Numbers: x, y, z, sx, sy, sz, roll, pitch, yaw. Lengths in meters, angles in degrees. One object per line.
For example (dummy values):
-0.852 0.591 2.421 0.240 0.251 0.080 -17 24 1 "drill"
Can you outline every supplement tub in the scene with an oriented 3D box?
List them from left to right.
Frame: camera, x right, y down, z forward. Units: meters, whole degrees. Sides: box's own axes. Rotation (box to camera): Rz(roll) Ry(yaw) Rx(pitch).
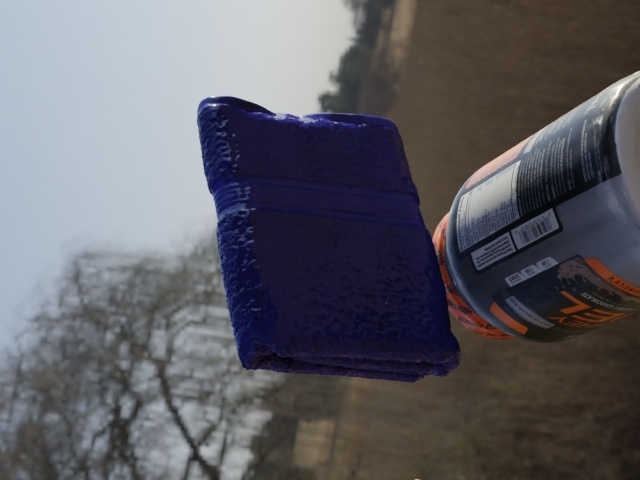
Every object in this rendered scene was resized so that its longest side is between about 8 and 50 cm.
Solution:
0.266 -0.018 1.284 0.338 0.207 0.207 -35 41 57 "supplement tub"

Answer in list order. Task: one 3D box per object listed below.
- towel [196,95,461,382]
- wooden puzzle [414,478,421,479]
0.000 0.000 1.244 0.076 0.228 0.308 120 147 -45 "towel"
0.126 0.276 1.293 0.014 0.078 0.116 -41 25 1 "wooden puzzle"
